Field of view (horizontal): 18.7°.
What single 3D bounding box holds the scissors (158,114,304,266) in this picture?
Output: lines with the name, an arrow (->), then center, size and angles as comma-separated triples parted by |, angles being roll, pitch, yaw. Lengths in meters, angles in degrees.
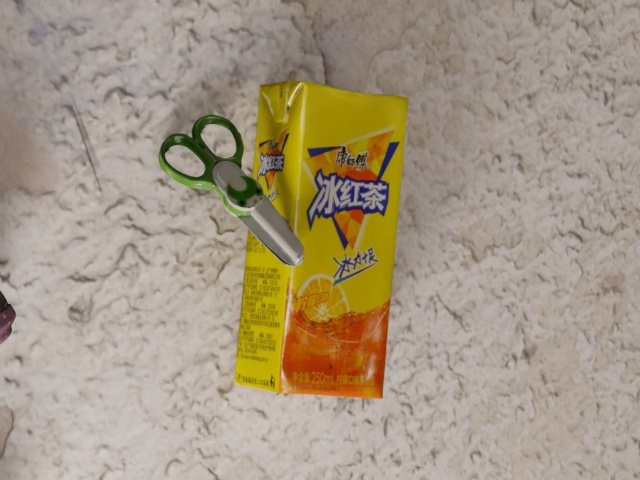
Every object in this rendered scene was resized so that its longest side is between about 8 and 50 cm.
scissors -> -0.089, -0.050, 2.149 | 0.101, 0.027, 0.204 | -33, 73, -27

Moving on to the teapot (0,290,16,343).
teapot -> -0.401, 0.063, 1.978 | 0.146, 0.148, 0.116 | 60, 26, -8

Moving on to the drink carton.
drink carton -> 0.000, 0.000, 2.227 | 0.154, 0.111, 0.351 | 6, 89, -34
